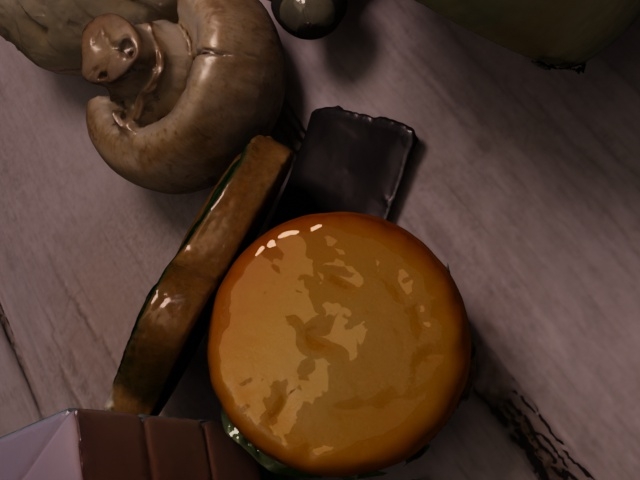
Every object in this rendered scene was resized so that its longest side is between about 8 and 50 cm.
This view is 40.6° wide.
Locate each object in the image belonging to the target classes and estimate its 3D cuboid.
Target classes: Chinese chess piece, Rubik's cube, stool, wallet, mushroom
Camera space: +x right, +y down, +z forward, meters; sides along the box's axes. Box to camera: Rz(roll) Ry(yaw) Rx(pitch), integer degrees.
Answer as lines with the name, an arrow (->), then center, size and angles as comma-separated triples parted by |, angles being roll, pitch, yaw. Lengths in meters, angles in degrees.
Chinese chess piece -> 0.114, -0.279, 0.713 | 0.349, 0.349, 0.146 | 46, 121, 31
Rubik's cube -> -0.190, 0.283, 0.734 | 0.231, 0.225, 0.221 | -25, 65, 27
stool -> -0.014, -0.328, 0.911 | 0.153, 0.139, 0.228 | -29, 60, 1
wallet -> 0.000, 0.000, 0.914 | 0.146, 0.030, 0.285 | 21, 90, 37
mushroom -> -0.146, -0.158, 0.944 | 0.253, 0.195, 0.189 | -50, 60, 15

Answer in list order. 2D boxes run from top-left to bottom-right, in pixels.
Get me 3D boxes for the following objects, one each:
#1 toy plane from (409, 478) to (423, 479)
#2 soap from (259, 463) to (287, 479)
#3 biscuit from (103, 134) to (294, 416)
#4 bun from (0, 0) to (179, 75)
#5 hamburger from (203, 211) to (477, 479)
toy plane -> 0.071, 0.326, 0.721 | 0.256, 0.242, 0.104 | 41, 139, 4
soap -> -0.102, 0.365, 0.852 | 0.218, 0.098, 0.273 | 44, 103, 34
biscuit -> -0.130, 0.054, 0.847 | 0.057, 0.287, 0.343 | 28, 104, -1
bun -> -0.288, -0.390, 1.074 | 0.365, 0.219, 0.365 | -5, 79, 29
hamburger -> 0.017, 0.094, 0.781 | 0.246, 0.170, 0.246 | -1, 81, 8
